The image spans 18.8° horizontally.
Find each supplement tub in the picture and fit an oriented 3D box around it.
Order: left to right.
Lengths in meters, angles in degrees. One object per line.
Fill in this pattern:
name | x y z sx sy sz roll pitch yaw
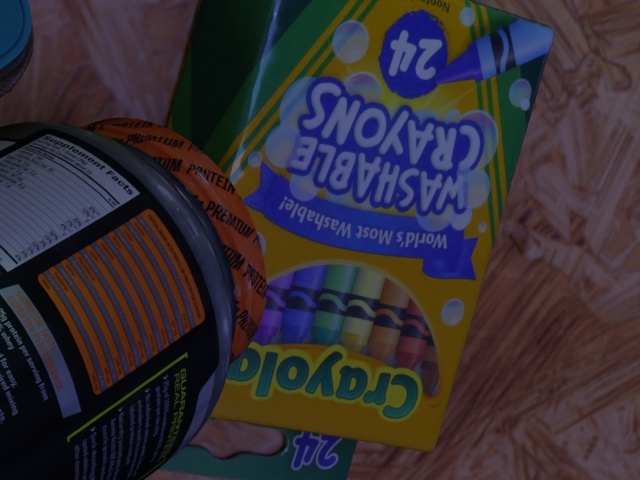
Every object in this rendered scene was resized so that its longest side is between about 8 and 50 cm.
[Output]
supplement tub | -0.173 0.062 0.918 0.316 0.193 0.194 -33 122 -50

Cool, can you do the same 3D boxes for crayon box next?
crayon box | 0.000 0.000 1.149 0.203 0.083 0.323 12 96 -35

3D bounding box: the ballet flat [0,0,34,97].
ballet flat | -0.293 -0.049 0.908 0.342 0.124 0.116 -33 100 -33
